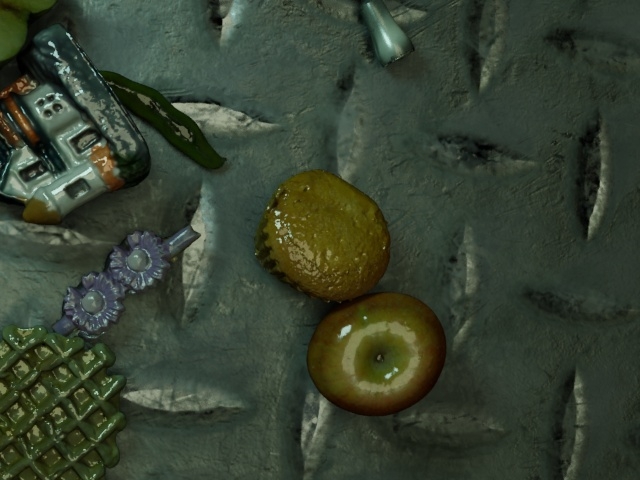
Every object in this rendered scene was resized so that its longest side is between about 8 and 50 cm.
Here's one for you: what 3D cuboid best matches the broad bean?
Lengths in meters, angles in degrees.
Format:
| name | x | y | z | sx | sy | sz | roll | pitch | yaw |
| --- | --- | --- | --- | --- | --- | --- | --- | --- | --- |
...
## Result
| name | x | y | z | sx | sy | sz | roll | pitch | yaw |
| --- | --- | --- | --- | --- | --- | --- | --- | --- | --- |
| broad bean | -0.278 | -0.217 | 1.566 | 0.297 | 0.043 | 0.060 | 35 | 90 | -11 |

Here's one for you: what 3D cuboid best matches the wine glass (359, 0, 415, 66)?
| name | x | y | z | sx | sy | sz | roll | pitch | yaw |
| --- | --- | --- | --- | --- | --- | --- | --- | --- | --- |
| wine glass | 0.106 | -0.393 | 1.668 | 0.072 | 0.072 | 0.155 | -30 | 95 | -15 |

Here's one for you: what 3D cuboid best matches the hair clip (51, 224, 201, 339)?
| name | x | y | z | sx | sy | sz | roll | pitch | yaw |
| --- | --- | --- | --- | --- | --- | --- | --- | --- | --- |
| hair clip | -0.324 | 0.066 | 1.530 | 0.292 | 0.084 | 0.106 | -40 | 80 | -9 |

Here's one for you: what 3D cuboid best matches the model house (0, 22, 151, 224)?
| name | x | y | z | sx | sy | sz | roll | pitch | yaw |
| --- | --- | --- | --- | --- | --- | --- | --- | --- | --- |
| model house | -0.451 | -0.139 | 1.437 | 0.301 | 0.190 | 0.271 | -35 | 99 | -13 |

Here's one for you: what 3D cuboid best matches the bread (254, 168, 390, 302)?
| name | x | y | z | sx | sy | sz | roll | pitch | yaw |
| --- | --- | --- | --- | --- | --- | --- | --- | --- | --- |
| bread | 0.004 | 0.000 | 1.572 | 0.240 | 0.139 | 0.240 | 13 | 61 | -23 |

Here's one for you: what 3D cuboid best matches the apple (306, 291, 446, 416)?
| name | x | y | z | sx | sy | sz | roll | pitch | yaw |
| --- | --- | --- | --- | --- | --- | --- | --- | --- | --- |
| apple | 0.093 | 0.190 | 1.592 | 0.235 | 0.173 | 0.210 | 5 | 91 | -7 |

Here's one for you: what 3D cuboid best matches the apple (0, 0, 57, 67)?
| name | x | y | z | sx | sy | sz | roll | pitch | yaw |
| --- | --- | --- | --- | --- | --- | --- | --- | --- | --- |
| apple | -0.584 | -0.376 | 1.354 | 0.360 | 0.311 | 0.320 | 28 | 92 | -19 |

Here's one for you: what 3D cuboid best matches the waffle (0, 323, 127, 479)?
| name | x | y | z | sx | sy | sz | roll | pitch | yaw |
| --- | --- | --- | --- | --- | --- | --- | --- | --- | --- |
| waffle | -0.455 | 0.287 | 1.471 | 0.292 | 0.056 | 0.309 | 10 | 92 | -12 |
